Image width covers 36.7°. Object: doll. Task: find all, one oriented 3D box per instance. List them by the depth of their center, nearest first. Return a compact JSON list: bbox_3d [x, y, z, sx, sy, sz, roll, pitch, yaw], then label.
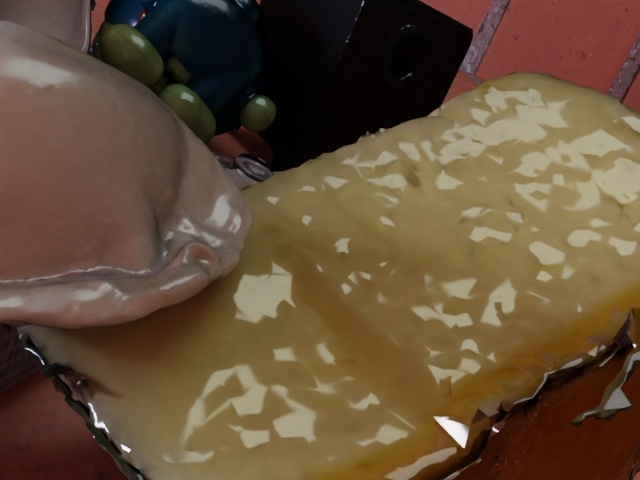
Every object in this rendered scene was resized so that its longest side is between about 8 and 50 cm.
[{"bbox_3d":[-0.142,-0.203,1.062,0.198,0.186,0.322,49,-5,-22],"label":"doll"}]

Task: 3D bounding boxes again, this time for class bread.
[{"bbox_3d":[0.050,0.023,0.478,0.248,0.315,0.279,36,5,39],"label":"bread"}]

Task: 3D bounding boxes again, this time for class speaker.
[{"bbox_3d":[0.025,-0.204,1.219,0.184,0.254,0.232,10,23,-35],"label":"speaker"}]

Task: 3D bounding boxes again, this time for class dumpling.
[{"bbox_3d":[-0.136,-0.020,0.407,0.229,0.124,0.151,15,48,-15],"label":"dumpling"}]

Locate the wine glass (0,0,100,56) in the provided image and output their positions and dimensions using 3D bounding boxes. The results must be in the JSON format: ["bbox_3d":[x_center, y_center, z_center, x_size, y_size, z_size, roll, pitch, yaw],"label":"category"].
[{"bbox_3d":[-0.274,-0.169,0.658,0.197,0.164,0.165,-1,4,30],"label":"wine glass"}]

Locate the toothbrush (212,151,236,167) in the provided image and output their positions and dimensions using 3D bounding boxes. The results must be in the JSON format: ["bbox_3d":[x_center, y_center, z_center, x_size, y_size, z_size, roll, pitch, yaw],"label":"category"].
[{"bbox_3d":[-0.218,-0.080,0.904,0.418,0.042,0.040,5,58,-48],"label":"toothbrush"}]

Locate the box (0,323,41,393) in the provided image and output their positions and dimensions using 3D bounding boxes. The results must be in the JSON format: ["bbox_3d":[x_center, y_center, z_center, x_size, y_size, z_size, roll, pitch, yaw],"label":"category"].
[{"bbox_3d":[-0.219,-0.002,0.577,0.190,0.112,0.370,28,19,7],"label":"box"}]

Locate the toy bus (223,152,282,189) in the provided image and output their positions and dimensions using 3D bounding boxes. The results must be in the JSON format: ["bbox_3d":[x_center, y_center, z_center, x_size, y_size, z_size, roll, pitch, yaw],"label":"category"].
[{"bbox_3d":[0.000,0.000,0.883,0.138,0.097,0.342,41,22,24],"label":"toy bus"}]
